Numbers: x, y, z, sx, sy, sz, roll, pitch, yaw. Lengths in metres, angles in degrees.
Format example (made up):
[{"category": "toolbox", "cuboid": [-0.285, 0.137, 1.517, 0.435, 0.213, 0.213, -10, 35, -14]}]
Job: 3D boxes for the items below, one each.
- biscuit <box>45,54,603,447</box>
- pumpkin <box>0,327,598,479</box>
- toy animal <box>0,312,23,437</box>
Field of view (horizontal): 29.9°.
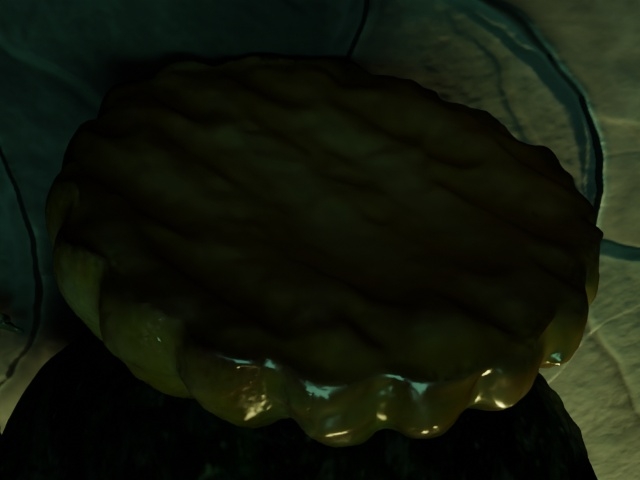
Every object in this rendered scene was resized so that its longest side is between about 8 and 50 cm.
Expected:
[{"category": "biscuit", "cuboid": [0.000, 0.000, 0.706, 0.325, 0.326, 0.107, 0, 128, -14]}, {"category": "pumpkin", "cuboid": [-0.019, 0.222, 0.865, 0.454, 0.344, 0.454, 4, 133, 4]}, {"category": "toy animal", "cuboid": [-0.326, 0.119, 0.841, 0.186, 0.214, 0.094, 7, 123, 19]}]
